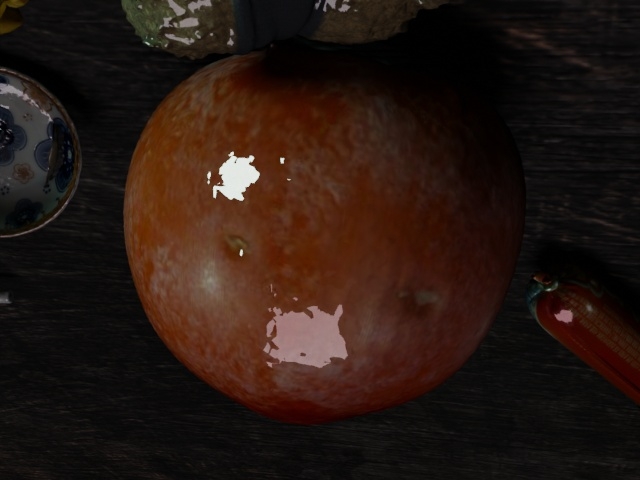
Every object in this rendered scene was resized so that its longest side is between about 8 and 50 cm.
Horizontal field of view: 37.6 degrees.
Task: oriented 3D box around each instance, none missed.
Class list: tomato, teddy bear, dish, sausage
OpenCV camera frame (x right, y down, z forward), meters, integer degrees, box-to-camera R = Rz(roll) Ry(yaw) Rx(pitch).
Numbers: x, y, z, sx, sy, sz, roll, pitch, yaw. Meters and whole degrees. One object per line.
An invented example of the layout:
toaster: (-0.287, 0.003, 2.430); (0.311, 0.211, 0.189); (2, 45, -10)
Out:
tomato: (0.000, 0.000, 0.625); (0.264, 0.265, 0.265); (8, 153, 4)
teddy bear: (-0.050, -0.155, 0.485); (0.251, 0.129, 0.182); (16, -171, -21)
dish: (-0.257, -0.081, 0.764); (0.141, 0.078, 0.141); (-1, 112, -1)
sausage: (0.274, 0.091, 0.900); (0.083, 0.083, 0.264); (-15, 143, 40)

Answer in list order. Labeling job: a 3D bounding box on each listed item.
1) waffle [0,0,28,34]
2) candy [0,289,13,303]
waffle: (-0.310, -0.171, 0.557); (0.259, 0.069, 0.293); (11, 166, -6)
candy: (-0.540, 0.070, 1.117); (0.365, 0.124, 0.124); (-3, 151, 9)
